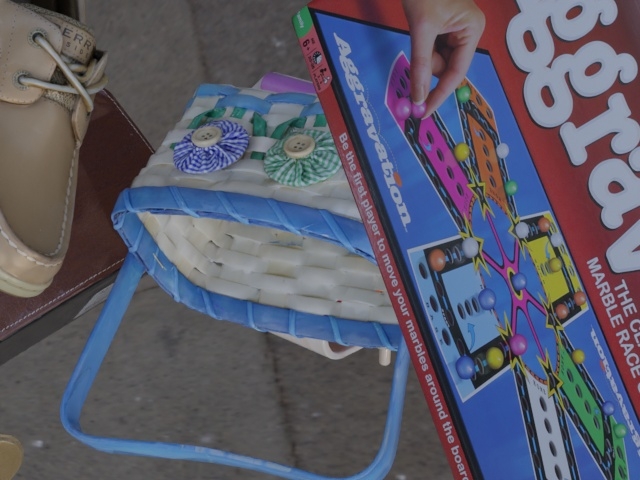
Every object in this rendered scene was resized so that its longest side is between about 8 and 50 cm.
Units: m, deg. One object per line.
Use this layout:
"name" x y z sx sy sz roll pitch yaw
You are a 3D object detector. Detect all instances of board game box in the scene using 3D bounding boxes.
"board game box" 0.087 0.010 0.441 0.027 0.145 0.281 0 65 -49

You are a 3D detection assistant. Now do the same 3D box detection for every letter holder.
"letter holder" -0.323 -0.015 1.454 0.302 0.152 0.214 -34 85 -39

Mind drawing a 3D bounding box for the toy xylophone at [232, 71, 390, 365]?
"toy xylophone" 0.000 0.000 1.338 0.236 0.322 0.081 28 43 27

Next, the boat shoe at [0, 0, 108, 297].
"boat shoe" -0.218 -0.127 0.950 0.122 0.110 0.341 28 45 -55

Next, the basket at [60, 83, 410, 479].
"basket" -0.042 0.031 0.968 0.255 0.201 0.289 5 67 22

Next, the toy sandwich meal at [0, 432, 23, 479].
"toy sandwich meal" -0.359 0.232 1.406 0.086 0.029 0.085 -20 130 -26
